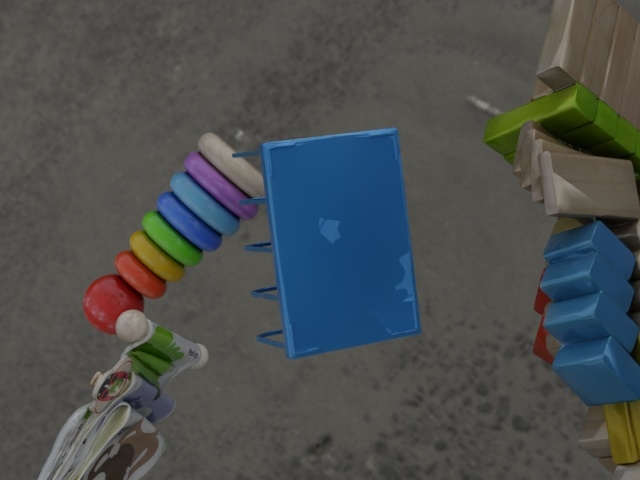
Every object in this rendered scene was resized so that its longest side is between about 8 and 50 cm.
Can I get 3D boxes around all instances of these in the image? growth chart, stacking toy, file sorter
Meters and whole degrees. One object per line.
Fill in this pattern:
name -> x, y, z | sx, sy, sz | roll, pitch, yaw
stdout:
growth chart -> -0.128, 0.148, 0.619 | 0.021, 0.172, 0.237 | 26, 88, 12
stacking toy -> -0.218, 0.006, 1.687 | 0.330, 0.141, 0.141 | -49, 39, 2
file sorter -> 0.000, 0.000, 0.961 | 0.104, 0.118, 0.170 | -178, 80, -67

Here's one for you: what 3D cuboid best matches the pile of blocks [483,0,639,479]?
pile of blocks -> 0.170, 0.010, 0.783 | 0.113, 0.149, 0.362 | -21, 69, 50
